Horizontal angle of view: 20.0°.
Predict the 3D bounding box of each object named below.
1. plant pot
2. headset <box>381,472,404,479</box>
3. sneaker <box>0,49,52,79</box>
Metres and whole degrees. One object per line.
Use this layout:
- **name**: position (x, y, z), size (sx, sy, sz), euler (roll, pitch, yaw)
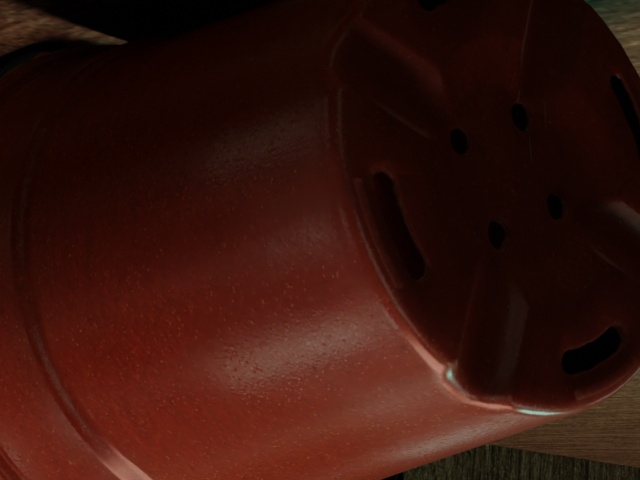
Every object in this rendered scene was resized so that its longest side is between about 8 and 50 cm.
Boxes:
- **plant pot**: position (0.000, 0.000, 0.831), size (0.272, 0.272, 0.265), euler (13, 158, -38)
- **headset**: position (0.029, 0.051, 1.221), size (0.243, 0.185, 0.394), euler (4, 158, 6)
- **sneaker**: position (-0.178, -0.029, 1.086), size (0.131, 0.112, 0.296), euler (12, 168, -37)
